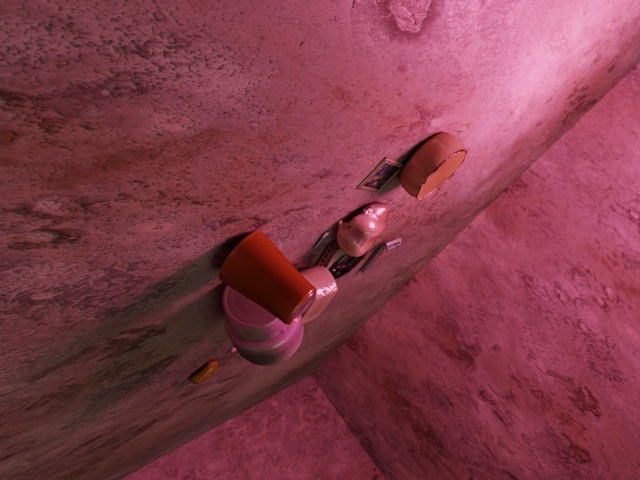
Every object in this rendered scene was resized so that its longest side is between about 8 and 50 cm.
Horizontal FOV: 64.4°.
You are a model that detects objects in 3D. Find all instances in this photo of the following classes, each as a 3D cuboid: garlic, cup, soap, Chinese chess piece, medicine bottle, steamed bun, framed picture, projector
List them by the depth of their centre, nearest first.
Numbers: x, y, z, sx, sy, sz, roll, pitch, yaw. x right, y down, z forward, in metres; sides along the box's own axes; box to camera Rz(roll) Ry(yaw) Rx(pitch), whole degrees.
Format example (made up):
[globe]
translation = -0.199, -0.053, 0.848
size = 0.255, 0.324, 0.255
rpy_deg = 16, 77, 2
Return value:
[cup]
translation = -0.140, 0.104, 1.453
size = 0.182, 0.264, 0.226
rpy_deg = -55, 168, 20
[medicine bottle]
translation = -0.193, 0.253, 1.687
size = 0.256, 0.256, 0.325
rpy_deg = -34, 153, -15
[framed picture]
translation = 0.210, -0.218, 1.723
size = 0.142, 0.011, 0.183
rpy_deg = -46, 161, 20
[Chinese chess piece]
translation = 0.401, -0.264, 1.813
size = 0.257, 0.104, 0.257
rpy_deg = -38, 163, -14
[garlic]
translation = 0.160, -0.030, 1.883
size = 0.227, 0.110, 0.217
rpy_deg = -13, 136, -42
[steamed bun]
translation = -0.056, 0.200, 1.959
size = 0.146, 0.164, 0.242
rpy_deg = -22, 156, -38
[projector]
translation = 0.100, 0.073, 2.087
size = 0.259, 0.079, 0.257
rpy_deg = -22, 153, -39
[soap]
translation = -0.496, 0.569, 2.179
size = 0.140, 0.045, 0.089
rpy_deg = -39, 158, 0

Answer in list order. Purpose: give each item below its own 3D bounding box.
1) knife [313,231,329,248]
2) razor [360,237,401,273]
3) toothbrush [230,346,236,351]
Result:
[knife]
translation = 0.000, 0.000, 1.840
size = 0.027, 0.010, 0.096
rpy_deg = -18, 155, -48
[razor]
translation = 0.277, 0.074, 2.493
size = 0.111, 0.056, 0.278
rpy_deg = -19, 160, -43
[toothbrush]
translation = -0.320, 0.477, 2.341
size = 0.021, 0.024, 0.288
rpy_deg = -49, 157, 21
